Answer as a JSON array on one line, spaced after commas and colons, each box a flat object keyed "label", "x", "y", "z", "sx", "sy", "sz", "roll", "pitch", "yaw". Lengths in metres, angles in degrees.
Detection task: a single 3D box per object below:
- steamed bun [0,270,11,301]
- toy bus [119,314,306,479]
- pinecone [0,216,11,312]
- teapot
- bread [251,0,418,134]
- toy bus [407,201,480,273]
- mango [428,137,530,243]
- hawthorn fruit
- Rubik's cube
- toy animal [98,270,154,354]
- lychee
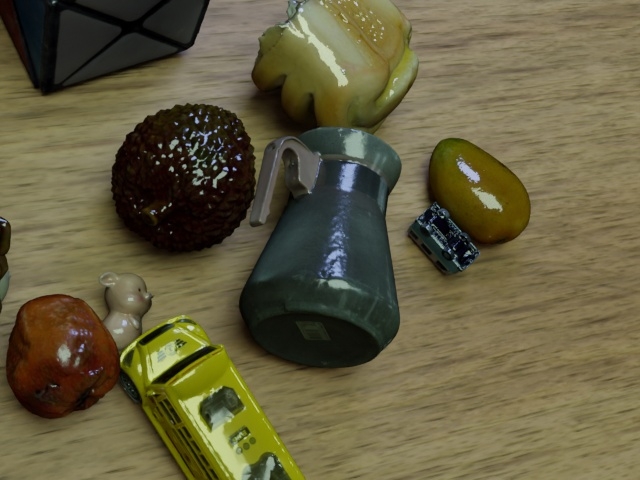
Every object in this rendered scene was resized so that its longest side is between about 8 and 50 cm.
[{"label": "steamed bun", "x": -0.528, "y": 0.054, "z": 1.596, "sx": 0.130, "sy": 0.091, "sz": 0.112, "roll": 31, "pitch": 64, "yaw": -8}, {"label": "toy bus", "x": -0.161, "y": 0.269, "z": 1.605, "sx": 0.144, "sy": 0.152, "sz": 0.330, "roll": -33, "pitch": 91, "yaw": -27}, {"label": "pinecone", "x": -0.624, "y": 0.013, "z": 1.390, "sx": 0.397, "sy": 0.398, "sz": 0.398, "roll": 7, "pitch": 68, "yaw": -18}, {"label": "teapot", "x": 0.000, "y": 0.000, "z": 1.727, "sx": 0.300, "sy": 0.253, "sz": 0.344, "roll": 39, "pitch": 48, "yaw": -40}, {"label": "bread", "x": 0.026, "y": -0.306, "z": 1.880, "sx": 0.270, "sy": 0.211, "sz": 0.316, "roll": 46, "pitch": 48, "yaw": -10}, {"label": "toy bus", "x": 0.214, "y": 0.003, "z": 1.906, "sx": 0.060, "sy": 0.075, "sz": 0.123, "roll": -41, "pitch": 88, "yaw": -28}, {"label": "mango", "x": 0.279, "y": -0.087, "z": 1.944, "sx": 0.221, "sy": 0.120, "sz": 0.151, "roll": 42, "pitch": 58, "yaw": 7}, {"label": "hawthorn fruit", "x": -0.381, "y": 0.167, "z": 1.563, "sx": 0.173, "sy": 0.173, "sz": 0.179, "roll": -17, "pitch": 92, "yaw": -26}, {"label": "Rubik's cube", "x": -0.366, "y": -0.465, "z": 1.747, "sx": 0.310, "sy": 0.305, "sz": 0.307, "roll": -22, "pitch": 76, "yaw": -24}, {"label": "toy animal", "x": -0.307, "y": 0.113, "z": 1.663, "sx": 0.089, "sy": 0.083, "sz": 0.150, "roll": 10, "pitch": 68, "yaw": -13}, {"label": "lychee", "x": -0.207, "y": -0.106, "z": 1.707, "sx": 0.236, "sy": 0.236, "sz": 0.271, "roll": 32, "pitch": 45, "yaw": -7}]
